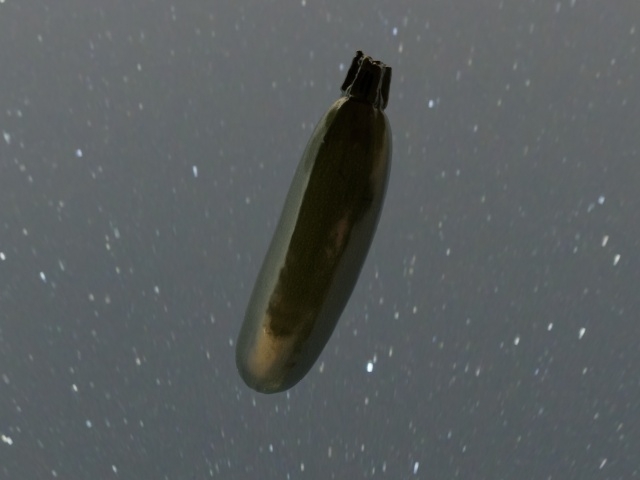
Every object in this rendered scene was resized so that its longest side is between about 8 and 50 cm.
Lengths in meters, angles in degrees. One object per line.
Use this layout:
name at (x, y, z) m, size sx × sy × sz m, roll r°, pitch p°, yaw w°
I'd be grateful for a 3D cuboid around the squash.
squash at (0.000, 0.000, 0.909) m, size 0.066 × 0.252 × 0.066 m, roll 16°, pitch -156°, yaw -8°
